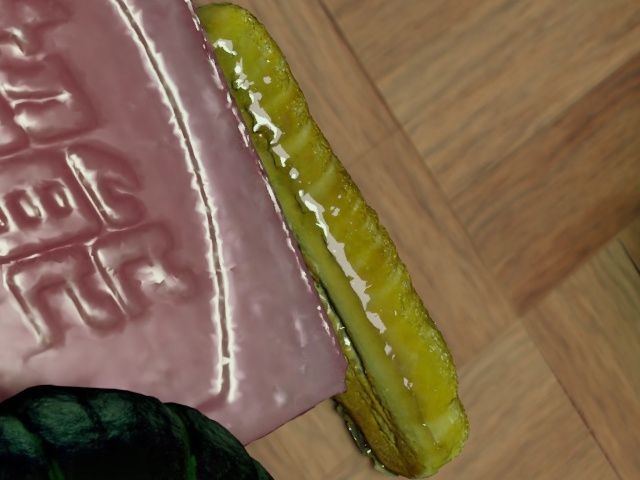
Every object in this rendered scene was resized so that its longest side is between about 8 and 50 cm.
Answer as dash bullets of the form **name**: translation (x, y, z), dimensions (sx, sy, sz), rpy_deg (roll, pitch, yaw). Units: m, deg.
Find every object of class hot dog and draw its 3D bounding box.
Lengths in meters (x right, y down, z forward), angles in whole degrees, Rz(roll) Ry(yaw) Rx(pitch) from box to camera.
- **hot dog**: translation (0.001, 0.000, 1.048), dimensions (0.068, 0.083, 0.289), rpy_deg (-36, 105, -39)

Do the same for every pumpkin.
- **pumpkin**: translation (-0.099, 0.162, 0.831), dimensions (0.202, 0.140, 0.202), rpy_deg (-4, 100, -25)

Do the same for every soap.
- **soap**: translation (-0.163, -0.035, 0.948), dimensions (0.233, 0.128, 0.360), rpy_deg (-28, 100, -23)
